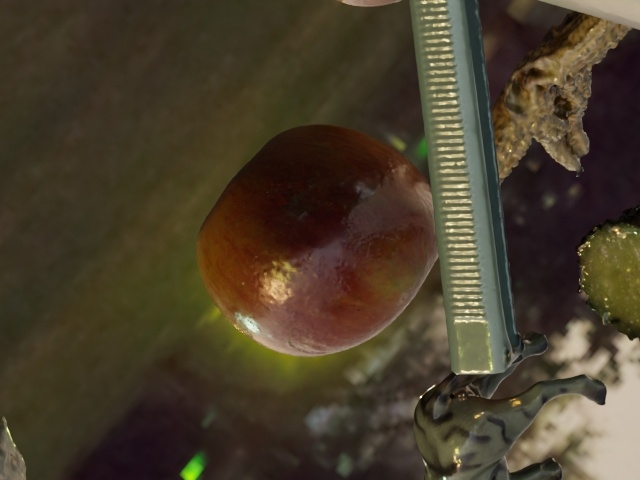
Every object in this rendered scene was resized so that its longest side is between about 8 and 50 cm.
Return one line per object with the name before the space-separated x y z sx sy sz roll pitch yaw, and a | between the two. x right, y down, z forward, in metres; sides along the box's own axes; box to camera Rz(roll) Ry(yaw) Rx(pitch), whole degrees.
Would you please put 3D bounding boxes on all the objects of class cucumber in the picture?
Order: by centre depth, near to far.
cucumber | 0.323 -0.010 1.360 0.359 0.096 0.096 -18 153 -48

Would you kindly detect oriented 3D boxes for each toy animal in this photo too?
toy animal | 0.126 0.189 1.322 0.170 0.090 0.255 -4 111 -39

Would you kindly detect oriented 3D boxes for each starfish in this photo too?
starfish | 0.229 -0.138 1.765 0.324 0.082 0.432 -29 156 -55

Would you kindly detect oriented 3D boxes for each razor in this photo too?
razor | 0.064 -0.074 0.803 0.111 0.056 0.278 -36 129 -61

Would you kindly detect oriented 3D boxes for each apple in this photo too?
apple | 0.000 0.000 1.458 0.195 0.173 0.160 -53 -177 -5

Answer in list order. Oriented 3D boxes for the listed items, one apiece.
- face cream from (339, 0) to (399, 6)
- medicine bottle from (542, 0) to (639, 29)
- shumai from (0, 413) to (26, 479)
face cream | 0.046 -0.314 1.739 0.149 0.149 0.104 -51 157 -15
medicine bottle | 0.210 -0.210 0.991 0.202 0.315 0.202 -24 125 -40
shumai | -0.412 0.133 1.590 0.309 0.304 0.263 -27 135 -60
